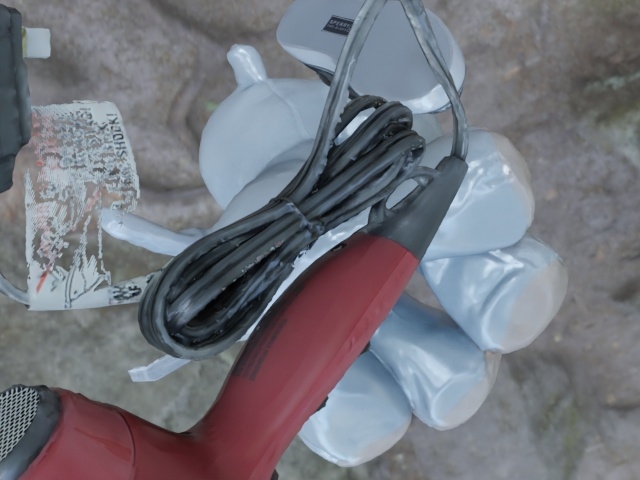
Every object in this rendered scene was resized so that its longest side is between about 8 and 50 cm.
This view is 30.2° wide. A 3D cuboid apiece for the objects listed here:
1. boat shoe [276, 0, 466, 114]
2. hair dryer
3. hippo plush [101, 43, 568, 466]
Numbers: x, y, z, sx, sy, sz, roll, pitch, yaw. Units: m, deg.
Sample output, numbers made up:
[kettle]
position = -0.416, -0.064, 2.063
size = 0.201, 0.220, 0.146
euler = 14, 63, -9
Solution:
[boat shoe]
position = 0.028, -0.085, 0.555
size = 0.049, 0.142, 0.040
euler = -50, 126, -1
[hair dryer]
position = -0.018, 0.058, 0.387
size = 0.224, 0.293, 0.080
euler = -5, -174, -31
[hippo plush]
position = 0.000, 0.000, 0.828
size = 0.294, 0.236, 0.234
euler = -10, 123, -10
